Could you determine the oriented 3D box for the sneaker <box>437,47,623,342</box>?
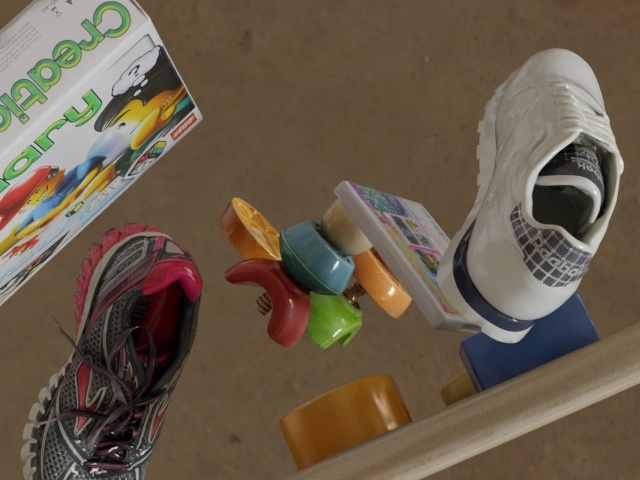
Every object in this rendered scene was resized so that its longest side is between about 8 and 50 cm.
[{"bbox_3d":[0.145,-0.046,0.739,0.090,0.095,0.235,27,48,-9],"label":"sneaker"}]

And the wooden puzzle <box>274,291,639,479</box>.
[{"bbox_3d":[0.096,0.133,0.952,0.322,0.348,0.080,-22,79,-3],"label":"wooden puzzle"}]

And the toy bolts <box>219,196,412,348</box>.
[{"bbox_3d":[0.000,0.000,1.286,0.158,0.228,0.218,-42,80,11],"label":"toy bolts"}]

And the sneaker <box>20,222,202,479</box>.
[{"bbox_3d":[-0.186,0.137,1.097,0.112,0.121,0.299,27,106,56],"label":"sneaker"}]

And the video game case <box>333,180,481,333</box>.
[{"bbox_3d":[0.093,0.018,1.068,0.019,0.143,0.157,-45,63,20],"label":"video game case"}]

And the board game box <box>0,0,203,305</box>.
[{"bbox_3d":[-0.202,-0.005,0.667,0.305,0.193,0.053,-44,82,-4],"label":"board game box"}]
